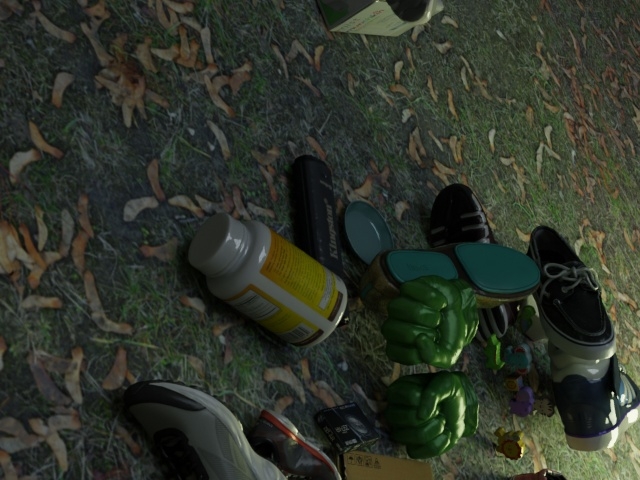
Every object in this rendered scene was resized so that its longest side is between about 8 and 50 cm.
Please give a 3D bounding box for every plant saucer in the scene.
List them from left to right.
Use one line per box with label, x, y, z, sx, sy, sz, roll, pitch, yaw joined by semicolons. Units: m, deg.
plant saucer;0.073;-0.007;1.812;0.119;0.021;0.119;28;48;-37

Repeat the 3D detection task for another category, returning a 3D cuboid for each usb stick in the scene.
usb stick;0.000;0.000;1.700;0.077;0.045;0.278;19;54;-42

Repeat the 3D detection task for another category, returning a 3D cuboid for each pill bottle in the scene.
pill bottle;-0.073;0.051;1.520;0.215;0.117;0.117;36;44;-32

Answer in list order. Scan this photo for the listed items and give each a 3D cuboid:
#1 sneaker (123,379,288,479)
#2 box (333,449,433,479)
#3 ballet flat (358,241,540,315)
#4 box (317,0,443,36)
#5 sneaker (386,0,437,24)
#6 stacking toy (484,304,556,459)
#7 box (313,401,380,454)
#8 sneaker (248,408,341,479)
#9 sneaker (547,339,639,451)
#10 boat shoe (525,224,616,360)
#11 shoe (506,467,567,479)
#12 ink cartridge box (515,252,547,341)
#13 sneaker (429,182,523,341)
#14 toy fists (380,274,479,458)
sneaker;-0.135;0.269;1.331;0.271;0.100;0.108;49;44;-18
box;0.101;0.390;1.603;0.201;0.021;0.164;20;54;-43
ballet flat;0.205;0.069;1.821;0.348;0.123;0.123;0;68;-37
box;0.080;-0.520;2.047;0.231;0.126;0.262;-11;78;-52
sneaker;0.163;-0.500;1.945;0.115;0.105;0.281;11;63;-48
stacking toy;0.341;0.237;1.903;0.167;0.052;0.221;-31;116;-54
box;0.038;0.265;1.586;0.083;0.018;0.067;-2;48;-50
sneaker;-0.039;0.291;1.481;0.158;0.061;0.065;46;67;-20
sneaker;0.498;0.221;2.029;0.323;0.130;0.236;-27;108;-63
boat shoe;0.429;0.081;1.930;0.306;0.113;0.105;-98;-176;-56
shoe;0.393;0.445;1.870;0.178;0.081;0.063;44;40;-24
ink cartridge box;0.399;0.106;2.107;0.099;0.056;0.135;41;42;-27
sneaker;0.288;0.034;1.996;0.162;0.106;0.281;-11;87;-58
toy fists;0.165;0.191;1.676;0.142;0.096;0.279;-8;103;-32
